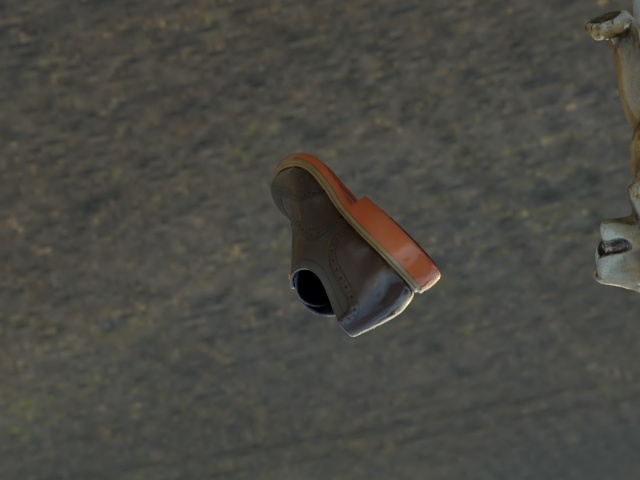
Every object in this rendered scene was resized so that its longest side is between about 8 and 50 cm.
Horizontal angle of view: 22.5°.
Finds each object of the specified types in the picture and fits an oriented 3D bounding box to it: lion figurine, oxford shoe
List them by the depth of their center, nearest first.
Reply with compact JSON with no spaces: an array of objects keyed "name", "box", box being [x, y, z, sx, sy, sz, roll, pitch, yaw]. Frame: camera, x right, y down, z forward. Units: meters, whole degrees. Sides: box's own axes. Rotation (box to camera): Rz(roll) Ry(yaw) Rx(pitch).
[{"name":"lion figurine","box":[0.313,-0.110,1.333,0.142,0.240,0.392,-12,-158,29]},{"name":"oxford shoe","box":[0.000,0.000,1.358,0.098,0.097,0.271,-45,-155,-2]}]
